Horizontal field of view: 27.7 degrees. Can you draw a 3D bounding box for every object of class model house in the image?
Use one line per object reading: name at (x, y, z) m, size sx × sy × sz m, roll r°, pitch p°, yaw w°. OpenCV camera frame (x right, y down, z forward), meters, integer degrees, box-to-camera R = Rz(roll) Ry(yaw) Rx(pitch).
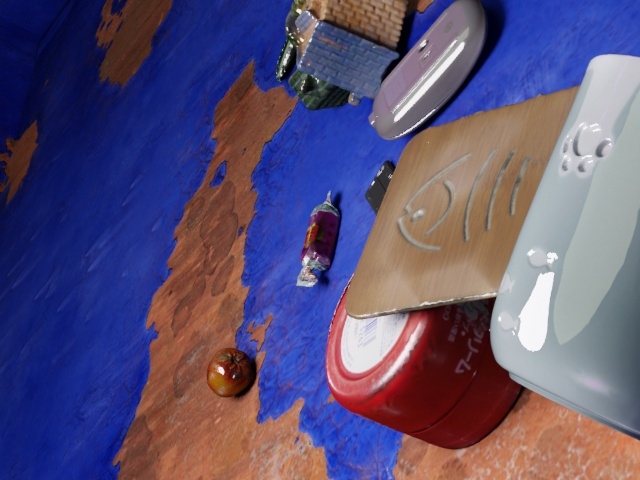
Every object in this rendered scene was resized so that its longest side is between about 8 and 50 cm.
model house at (0.021, -0.284, 1.988) m, size 0.183 × 0.166 × 0.172 m, roll 140°, pitch 143°, yaw -63°

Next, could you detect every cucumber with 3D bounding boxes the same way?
cucumber at (-0.037, -0.368, 2.309) m, size 0.184 × 0.036 × 0.033 m, roll -61°, pitch 16°, yaw 6°

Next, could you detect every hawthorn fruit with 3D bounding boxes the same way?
hawthorn fruit at (-0.139, 0.200, 1.961) m, size 0.077 × 0.077 × 0.077 m, roll -44°, pitch 33°, yaw 38°

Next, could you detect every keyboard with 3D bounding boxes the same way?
keyboard at (0.104, -0.043, 1.777) m, size 0.067 × 0.011 × 0.202 m, roll -59°, pitch 26°, yaw 18°

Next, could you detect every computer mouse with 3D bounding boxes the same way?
computer mouse at (0.155, -0.234, 1.793) m, size 0.232 × 0.057 × 0.120 m, roll -49°, pitch 30°, yaw 26°

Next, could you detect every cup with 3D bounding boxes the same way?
cup at (0.293, 0.026, 1.119) m, size 0.356 × 0.259 × 0.275 m, roll 31°, pitch -96°, yaw -84°

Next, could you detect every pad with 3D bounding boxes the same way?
pad at (0.167, -0.043, 1.376) m, size 0.284 × 0.018 × 0.287 m, roll -13°, pitch 40°, yaw 39°

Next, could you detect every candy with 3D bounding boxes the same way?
candy at (0.000, 0.000, 1.905) m, size 0.045 × 0.043 × 0.175 m, roll -28°, pitch 40°, yaw 49°

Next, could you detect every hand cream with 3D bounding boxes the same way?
hand cream at (0.118, 0.109, 1.456) m, size 0.230 × 0.149 × 0.230 m, roll -48°, pitch 28°, yaw 37°
